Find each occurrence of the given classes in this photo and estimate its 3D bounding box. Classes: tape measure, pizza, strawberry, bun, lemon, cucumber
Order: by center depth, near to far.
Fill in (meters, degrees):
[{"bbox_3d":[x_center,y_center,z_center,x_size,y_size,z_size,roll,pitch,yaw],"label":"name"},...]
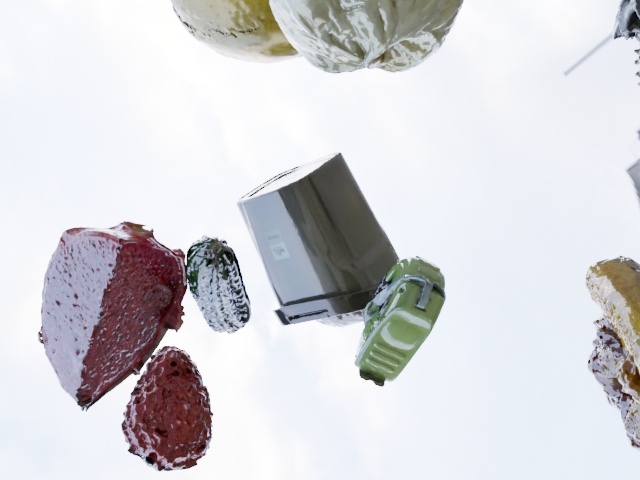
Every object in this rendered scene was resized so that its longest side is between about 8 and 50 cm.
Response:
[{"bbox_3d":[0.240,0.110,0.552,0.154,0.069,0.194,-108,-8,-51],"label":"pizza"},{"bbox_3d":[0.055,-0.246,0.786,0.220,0.220,0.134,3,-118,-36],"label":"bun"},{"bbox_3d":[-0.140,0.059,1.010,0.077,0.265,0.077,-1,-117,3],"label":"cucumber"},{"bbox_3d":[-0.071,-0.371,1.041,0.310,0.257,0.258,13,-145,28],"label":"lemon"},{"bbox_3d":[0.119,0.098,1.088,0.088,0.177,0.154,29,-147,-6],"label":"tape measure"},{"bbox_3d":[-0.262,0.308,1.405,0.190,0.111,0.236,16,-115,-40],"label":"strawberry"}]

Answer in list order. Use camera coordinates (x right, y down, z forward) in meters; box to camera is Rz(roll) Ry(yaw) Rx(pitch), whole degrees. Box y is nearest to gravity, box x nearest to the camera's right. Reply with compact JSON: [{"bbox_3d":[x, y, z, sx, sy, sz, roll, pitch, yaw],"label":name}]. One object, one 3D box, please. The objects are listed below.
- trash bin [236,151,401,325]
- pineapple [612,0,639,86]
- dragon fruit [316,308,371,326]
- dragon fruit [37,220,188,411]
[{"bbox_3d":[0.000,0.000,1.287,0.219,0.220,0.250,-39,-72,-50],"label":"trash bin"},{"bbox_3d":[0.495,-0.312,1.047,0.141,0.170,0.310,-20,-92,-50],"label":"pineapple"},{"bbox_3d":[0.020,0.078,1.596,0.283,0.204,0.221,18,-123,-75],"label":"dragon fruit"},{"bbox_3d":[-0.272,0.079,1.005,0.126,0.274,0.161,34,-155,30],"label":"dragon fruit"}]
